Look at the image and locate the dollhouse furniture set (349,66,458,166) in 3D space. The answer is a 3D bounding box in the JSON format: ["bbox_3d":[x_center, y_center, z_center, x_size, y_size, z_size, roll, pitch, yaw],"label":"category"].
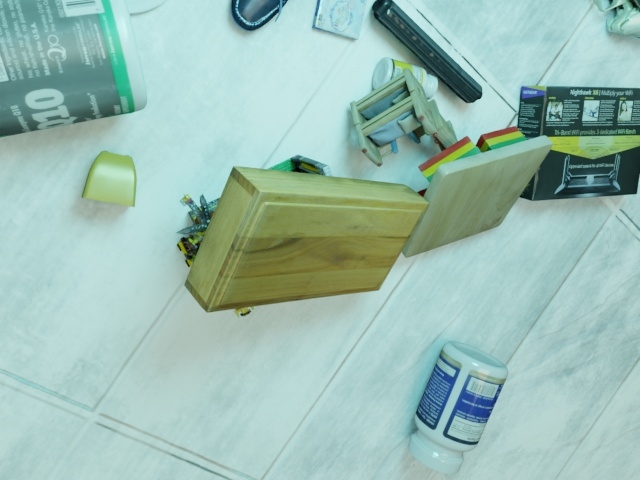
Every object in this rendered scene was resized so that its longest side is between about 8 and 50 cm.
[{"bbox_3d":[0.168,-0.198,1.098,0.129,0.129,0.183,-27,141,26],"label":"dollhouse furniture set"}]

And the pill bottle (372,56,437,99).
[{"bbox_3d":[0.164,-0.307,1.115,0.116,0.065,0.065,9,101,-23],"label":"pill bottle"}]

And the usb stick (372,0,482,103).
[{"bbox_3d":[0.209,-0.362,1.113,0.278,0.077,0.045,33,118,-25],"label":"usb stick"}]

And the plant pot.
[{"bbox_3d":[-0.346,-0.103,0.963,0.081,0.081,0.083,11,90,-23],"label":"plant pot"}]

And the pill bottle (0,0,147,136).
[{"bbox_3d":[-0.447,-0.251,0.813,0.361,0.204,0.204,-15,109,-17],"label":"pill bottle"}]

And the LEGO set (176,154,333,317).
[{"bbox_3d":[-0.078,-0.005,1.031,0.331,0.192,0.255,-19,110,-16],"label":"LEGO set"}]

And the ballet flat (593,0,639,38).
[{"bbox_3d":[0.647,-0.509,1.243,0.096,0.095,0.280,-45,105,6],"label":"ballet flat"}]

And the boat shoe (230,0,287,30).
[{"bbox_3d":[-0.064,-0.472,0.966,0.109,0.089,0.258,30,92,-25],"label":"boat shoe"}]

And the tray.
[{"bbox_3d":[0.000,0.000,0.942,0.411,0.076,0.203,0,125,-47],"label":"tray"}]

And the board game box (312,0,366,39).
[{"bbox_3d":[0.037,-0.423,1.057,0.090,0.020,0.090,8,101,-23],"label":"board game box"}]

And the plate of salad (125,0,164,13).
[{"bbox_3d":[-0.309,-0.458,0.896,0.199,0.048,0.200,-5,106,-20],"label":"plate of salad"}]

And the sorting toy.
[{"bbox_3d":[0.284,-0.105,1.148,0.255,0.089,0.257,-17,149,-22],"label":"sorting toy"}]

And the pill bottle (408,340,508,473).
[{"bbox_3d":[0.303,0.376,1.307,0.153,0.153,0.265,19,97,-25],"label":"pill bottle"}]

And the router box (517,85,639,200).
[{"bbox_3d":[0.583,-0.220,1.295,0.308,0.081,0.243,-4,106,-21],"label":"router box"}]
